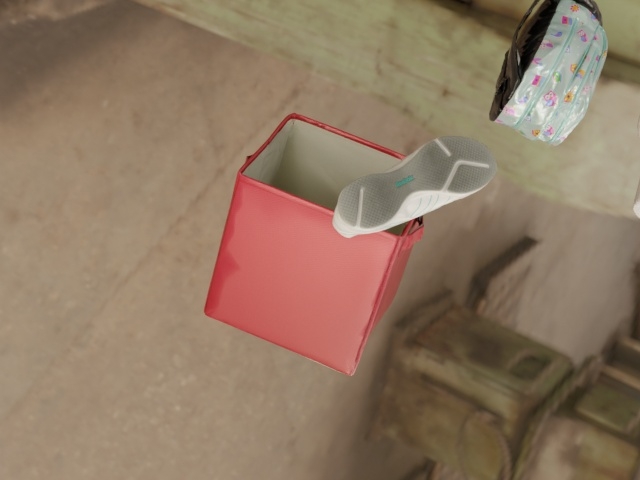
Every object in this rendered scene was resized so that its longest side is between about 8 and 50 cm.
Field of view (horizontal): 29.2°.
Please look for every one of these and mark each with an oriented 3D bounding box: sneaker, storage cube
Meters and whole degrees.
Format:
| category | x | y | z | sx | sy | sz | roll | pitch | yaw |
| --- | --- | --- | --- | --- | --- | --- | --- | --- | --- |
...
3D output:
| category | x | y | z | sx | sy | sz | roll | pitch | yaw |
| --- | --- | --- | --- | --- | --- | --- | --- | --- | --- |
| sneaker | 0.075 | -0.044 | 1.024 | 0.152 | 0.053 | 0.061 | -21 | 171 | -18 |
| storage cube | 0.000 | 0.000 | 1.384 | 0.183 | 0.215 | 0.193 | -56 | 165 | -57 |

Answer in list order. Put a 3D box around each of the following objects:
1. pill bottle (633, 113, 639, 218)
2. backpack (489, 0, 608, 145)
| category | x | y | z | sx | sy | sz | roll | pitch | yaw |
| --- | --- | --- | --- | --- | --- | --- | --- | --- | --- |
| pill bottle | 0.265 | -0.092 | 0.789 | 0.108 | 0.108 | 0.180 | 42 | 65 | -64 |
| backpack | 0.278 | -0.206 | 1.494 | 0.152 | 0.115 | 0.182 | 109 | 6 | -53 |
